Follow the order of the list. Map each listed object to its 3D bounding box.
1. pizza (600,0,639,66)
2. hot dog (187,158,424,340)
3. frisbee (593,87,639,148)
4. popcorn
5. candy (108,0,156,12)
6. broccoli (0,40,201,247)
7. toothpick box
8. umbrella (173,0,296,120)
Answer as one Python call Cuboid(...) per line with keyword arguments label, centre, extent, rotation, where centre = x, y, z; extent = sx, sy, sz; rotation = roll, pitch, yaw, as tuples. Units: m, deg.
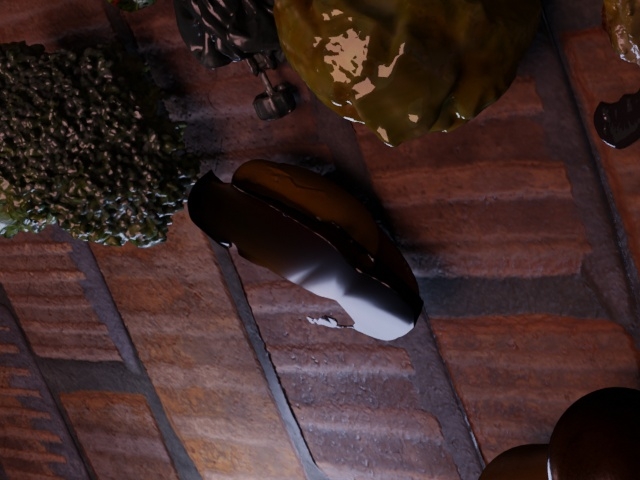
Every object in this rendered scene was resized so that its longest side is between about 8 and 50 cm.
Cuboid(label="pizza", centre=(0.270, -0.248, 1.247), extent=(0.089, 0.223, 0.323), rotation=(-12, 105, 11))
Cuboid(label="hot dog", centre=(-0.001, -0.004, 1.811), extent=(0.326, 0.107, 0.194), rotation=(38, 150, 7))
Cuboid(label="frisbee", centre=(0.356, -0.143, 1.392), extent=(0.187, 0.012, 0.211), rotation=(34, 137, 27))
Cuboid(label="popcorn", centre=(0.092, -0.238, 1.451), extent=(0.225, 0.276, 0.276), rotation=(-117, 12, -64))
Cuboid(label="candy", centre=(-0.274, -0.434, 1.819), extent=(0.091, 0.083, 0.305), rotation=(-13, 99, 45))
Cuboid(label="broccoli", centre=(-0.352, -0.134, 1.953), extent=(0.317, 0.338, 0.277), rotation=(-175, 87, -69))
Cuboid(label="toothpick box", centre=(0.298, 0.279, 1.637), extent=(0.192, 0.192, 0.294), rotation=(53, 149, 3))
Cuboid(label="umbrella", centre=(-0.122, -0.296, 1.726), extent=(0.143, 0.094, 0.349), rotation=(2, 122, 50))
